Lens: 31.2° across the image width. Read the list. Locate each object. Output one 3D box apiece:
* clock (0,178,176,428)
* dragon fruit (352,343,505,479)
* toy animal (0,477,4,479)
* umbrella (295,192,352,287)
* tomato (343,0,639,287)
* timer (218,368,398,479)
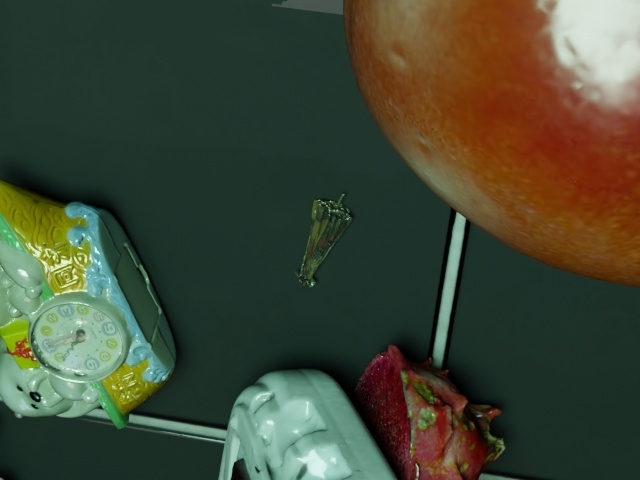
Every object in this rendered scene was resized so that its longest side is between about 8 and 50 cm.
[{"bbox_3d":[-0.204,0.053,0.869,0.144,0.103,0.231,-18,113,8],"label":"clock"},{"bbox_3d":[0.089,0.164,0.864,0.110,0.153,0.153,6,118,-13],"label":"dragon fruit"},{"bbox_3d":[-0.360,0.189,0.950,0.178,0.127,0.193,-22,113,21],"label":"toy animal"},{"bbox_3d":[0.000,-0.001,0.856,0.031,0.020,0.083,22,123,-1],"label":"umbrella"},{"bbox_3d":[0.160,-0.137,0.618,0.321,0.321,0.322,4,116,8],"label":"tomato"},{"bbox_3d":[-0.014,0.237,0.843,0.087,0.262,0.237,-3,120,-22],"label":"timer"}]
